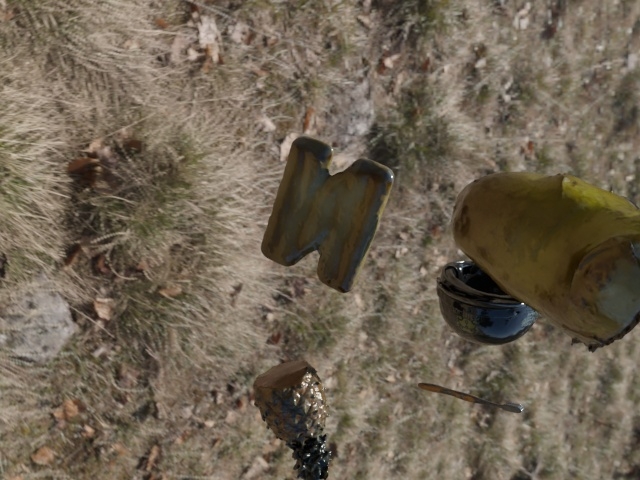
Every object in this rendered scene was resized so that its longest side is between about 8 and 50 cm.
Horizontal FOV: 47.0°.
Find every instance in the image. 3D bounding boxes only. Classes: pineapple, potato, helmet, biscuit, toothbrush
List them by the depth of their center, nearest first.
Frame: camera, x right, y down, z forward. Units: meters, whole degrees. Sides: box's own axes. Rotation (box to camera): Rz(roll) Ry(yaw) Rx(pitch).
[{"bbox_3d":[0.395,0.015,1.357,0.295,0.397,0.290,18,115,-3],"label":"potato"},{"bbox_3d":[-0.043,0.401,1.556,0.157,0.157,0.279,-23,103,-30],"label":"pineapple"},{"bbox_3d":[0.012,-0.056,1.556,0.062,0.236,0.291,-27,137,-67],"label":"biscuit"},{"bbox_3d":[0.362,0.149,1.612,0.278,0.230,0.161,-21,125,-53],"label":"helmet"},{"bbox_3d":[0.407,0.433,2.034,0.031,0.320,0.023,-11,104,-52],"label":"toothbrush"}]

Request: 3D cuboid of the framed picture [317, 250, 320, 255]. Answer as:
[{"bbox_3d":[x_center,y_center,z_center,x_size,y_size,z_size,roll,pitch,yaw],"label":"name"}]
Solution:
[{"bbox_3d":[0.000,0.000,1.767,0.011,0.109,0.149,-36,125,-14],"label":"framed picture"}]
